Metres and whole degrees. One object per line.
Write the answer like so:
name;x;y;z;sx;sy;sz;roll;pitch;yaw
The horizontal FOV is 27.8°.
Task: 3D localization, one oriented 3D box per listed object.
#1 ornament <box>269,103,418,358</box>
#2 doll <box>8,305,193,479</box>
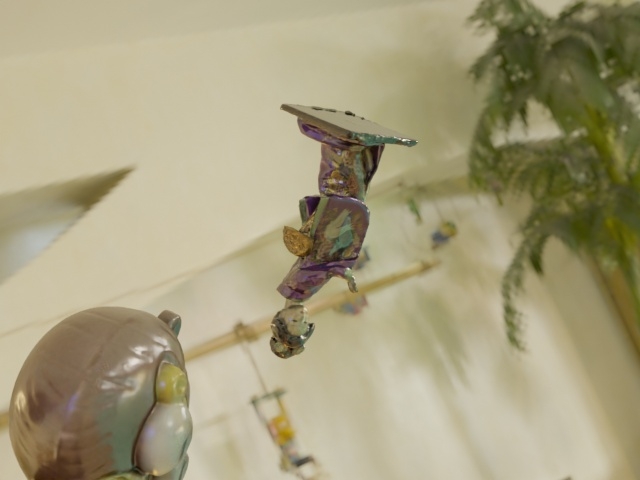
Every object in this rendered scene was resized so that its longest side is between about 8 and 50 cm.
ornament;0.006;0.000;1.011;0.088;0.203;0.081;6;9;-45
doll;-0.119;0.121;0.669;0.096;0.188;0.145;17;-8;15
